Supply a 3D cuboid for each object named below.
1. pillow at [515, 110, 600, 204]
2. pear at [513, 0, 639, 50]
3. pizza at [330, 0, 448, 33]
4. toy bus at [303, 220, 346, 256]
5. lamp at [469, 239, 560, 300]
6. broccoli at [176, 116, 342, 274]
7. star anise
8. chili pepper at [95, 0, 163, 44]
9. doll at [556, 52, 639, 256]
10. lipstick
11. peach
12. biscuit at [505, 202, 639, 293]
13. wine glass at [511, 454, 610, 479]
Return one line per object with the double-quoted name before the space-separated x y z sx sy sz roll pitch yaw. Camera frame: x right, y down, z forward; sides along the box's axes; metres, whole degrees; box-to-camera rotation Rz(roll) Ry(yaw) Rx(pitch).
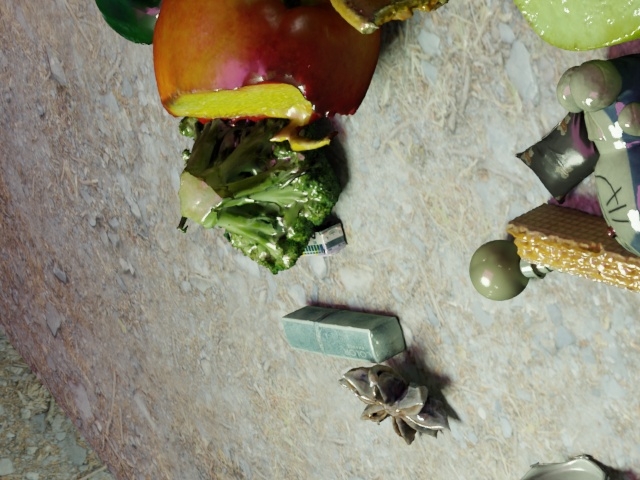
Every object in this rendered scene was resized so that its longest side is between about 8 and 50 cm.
"pillow" 0.331 -0.114 1.687 0.090 0.048 0.150 63 147 12
"pear" 0.326 -0.340 1.439 0.292 0.159 0.292 38 138 45
"pizza" 0.100 -0.366 1.780 0.292 0.197 0.058 -90 8 -49
"toy bus" 0.000 0.000 2.281 0.102 0.052 0.058 -4 107 60
"lamp" 0.295 0.038 1.828 0.163 0.091 0.091 -10 102 42
"broccoli" -0.132 -0.097 2.201 0.321 0.283 0.304 24 117 29
"star anise" 0.127 0.271 2.190 0.230 0.081 0.262 25 157 32
"chili pepper" -0.256 -0.467 2.189 0.256 0.233 0.249 33 121 39
"doll" 0.381 -0.097 1.513 0.228 0.154 0.258 -66 -34 -89
"lipstick" 0.039 0.171 2.310 0.289 0.076 0.077 4 112 57
"peach" -0.080 -0.318 1.923 0.406 0.335 0.310 164 114 -75
"biscuit" 0.399 0.023 1.629 0.378 0.094 0.054 18 125 51
"wine glass" 0.377 0.447 1.894 0.165 0.165 0.196 3 117 57
